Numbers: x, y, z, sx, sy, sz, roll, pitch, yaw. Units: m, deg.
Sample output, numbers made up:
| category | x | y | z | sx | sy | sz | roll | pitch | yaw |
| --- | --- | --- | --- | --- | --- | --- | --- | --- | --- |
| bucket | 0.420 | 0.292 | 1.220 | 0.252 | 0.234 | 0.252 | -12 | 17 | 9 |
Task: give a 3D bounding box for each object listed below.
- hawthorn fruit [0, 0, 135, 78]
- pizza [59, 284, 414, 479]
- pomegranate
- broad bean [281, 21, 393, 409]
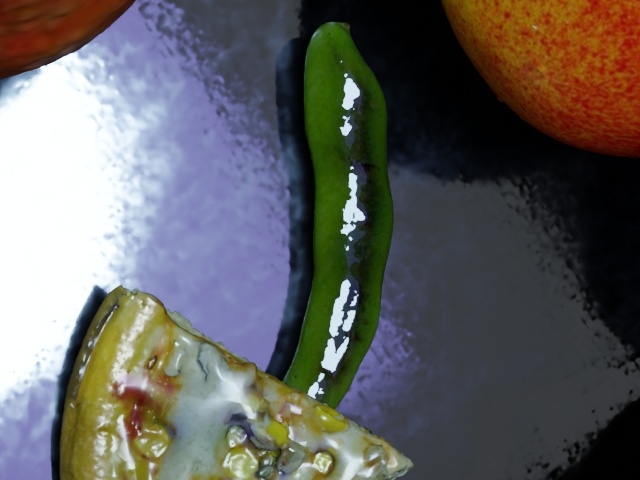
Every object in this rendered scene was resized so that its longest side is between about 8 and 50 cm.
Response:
| category | x | y | z | sx | sy | sz | roll | pitch | yaw |
| --- | --- | --- | --- | --- | --- | --- | --- | --- | --- |
| hawthorn fruit | -0.135 | -0.242 | 0.642 | 0.285 | 0.284 | 0.369 | 46 | 62 | -12 |
| pizza | -0.044 | 0.124 | 0.766 | 0.176 | 0.036 | 0.185 | 9 | 92 | -1 |
| pomegranate | 0.148 | -0.160 | 0.765 | 0.221 | 0.221 | 0.257 | -42 | 85 | -15 |
| broad bean | 0.005 | 0.002 | 0.802 | 0.069 | 0.039 | 0.227 | 12 | 88 | -18 |
